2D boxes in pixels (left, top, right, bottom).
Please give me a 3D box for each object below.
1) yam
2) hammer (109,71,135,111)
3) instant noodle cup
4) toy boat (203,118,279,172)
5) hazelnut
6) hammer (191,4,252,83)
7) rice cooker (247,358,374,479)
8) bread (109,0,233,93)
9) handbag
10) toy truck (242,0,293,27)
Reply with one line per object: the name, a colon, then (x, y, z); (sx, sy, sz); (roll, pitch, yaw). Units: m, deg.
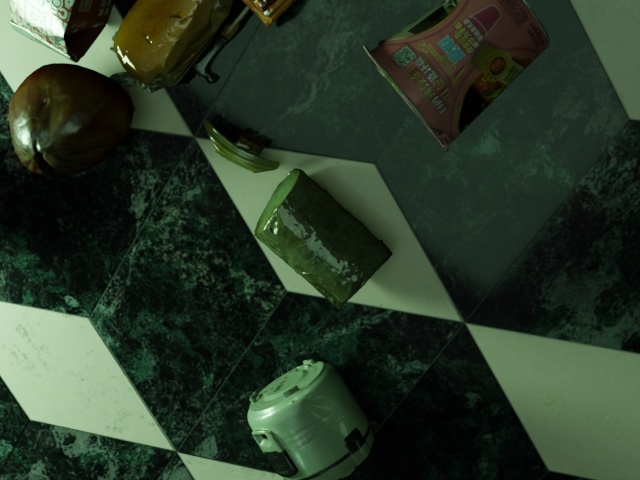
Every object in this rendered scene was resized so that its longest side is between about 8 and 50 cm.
yam: (0.000, 0.000, 1.514); (0.268, 0.161, 0.161); (42, 110, -5)
hammer: (-0.393, -0.299, 1.575); (0.053, 0.031, 0.083); (-5, 116, 17)
instant noodle cup: (0.242, -0.320, 1.339); (0.255, 0.244, 0.244); (-38, 96, 13)
toy boat: (-0.159, -0.185, 1.540); (0.172, 0.065, 0.066); (28, 88, 2)
hazelnut: (-0.492, -0.235, 1.517); (0.252, 0.217, 0.217); (-10, 104, 19)
hammer: (-0.182, -0.401, 1.500); (0.078, 0.021, 0.201); (42, 110, -3)
rice cooker: (-0.019, 0.389, 1.602); (0.226, 0.226, 0.244); (-29, 101, 19)
bread: (-0.282, -0.407, 1.464); (0.136, 0.107, 0.241); (48, 111, 9)
handbag: (-0.486, -0.502, 1.478); (0.171, 0.151, 0.298); (32, 117, 6)
toy truck: (-0.150, -0.522, 1.392); (0.114, 0.135, 0.270); (-44, 98, -1)
